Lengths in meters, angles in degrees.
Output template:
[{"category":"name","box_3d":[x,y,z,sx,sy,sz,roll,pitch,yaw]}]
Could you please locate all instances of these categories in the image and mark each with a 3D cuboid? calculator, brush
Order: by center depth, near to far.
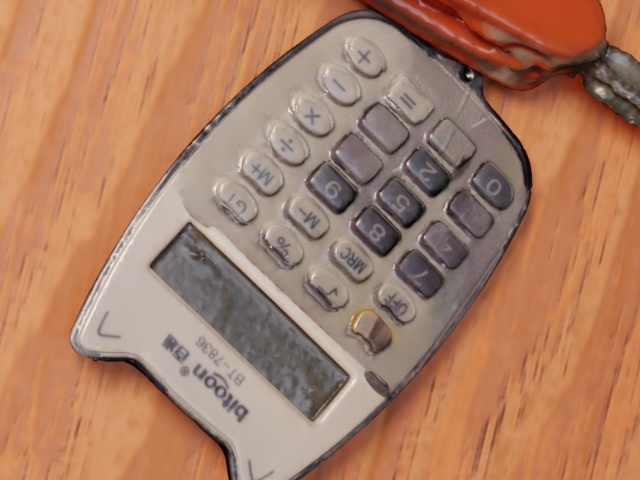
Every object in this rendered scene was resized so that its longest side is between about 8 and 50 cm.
[{"category":"calculator","box_3d":[0.000,0.000,0.960,0.177,0.040,0.268,46,79,-13]},{"category":"brush","box_3d":[0.072,-0.141,0.964,0.323,0.051,0.070,33,57,-11]}]
